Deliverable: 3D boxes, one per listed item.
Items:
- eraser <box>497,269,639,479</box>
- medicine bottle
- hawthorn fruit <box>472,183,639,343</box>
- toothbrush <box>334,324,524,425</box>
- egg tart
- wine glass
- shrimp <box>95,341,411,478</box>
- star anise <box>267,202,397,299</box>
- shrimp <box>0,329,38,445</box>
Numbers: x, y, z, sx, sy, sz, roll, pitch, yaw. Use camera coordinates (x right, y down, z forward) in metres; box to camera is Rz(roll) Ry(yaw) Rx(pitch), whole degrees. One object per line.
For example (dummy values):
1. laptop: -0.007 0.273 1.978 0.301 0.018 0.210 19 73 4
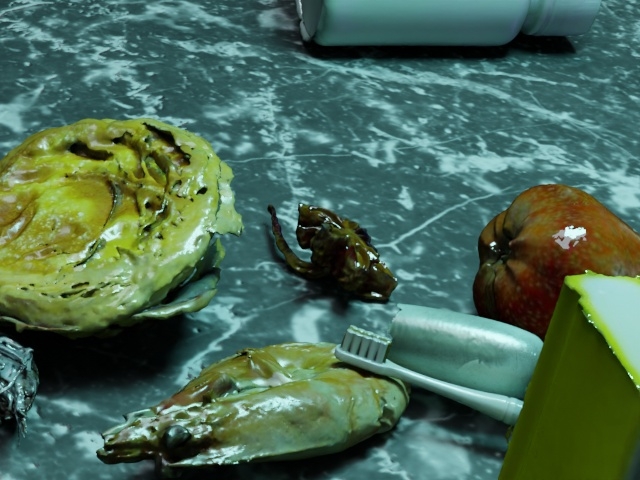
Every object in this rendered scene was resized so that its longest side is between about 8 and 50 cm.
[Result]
1. eraser: 0.187 0.149 0.944 0.069 0.226 0.158 4 29 -18
2. medicine bottle: 0.166 -0.362 1.832 0.378 0.214 0.213 -1 30 -9
3. hawthorn fruit: 0.239 0.041 1.230 0.203 0.163 0.163 23 24 -22
4. toothbrush: 0.174 0.139 1.103 0.342 0.030 0.025 20 17 9
5. egg tart: -0.198 0.007 1.248 0.297 0.132 0.297 -7 36 5
6. wine glass: 0.174 0.106 1.142 0.262 0.074 0.074 14 31 7
7. shrimp: -0.056 0.129 1.093 0.294 0.062 0.154 -8 24 -43
8. star anise: 0.000 0.000 1.336 0.097 0.070 0.191 19 18 -33
9. shrimp: -0.258 0.111 1.116 0.065 0.057 0.165 9 16 -24
